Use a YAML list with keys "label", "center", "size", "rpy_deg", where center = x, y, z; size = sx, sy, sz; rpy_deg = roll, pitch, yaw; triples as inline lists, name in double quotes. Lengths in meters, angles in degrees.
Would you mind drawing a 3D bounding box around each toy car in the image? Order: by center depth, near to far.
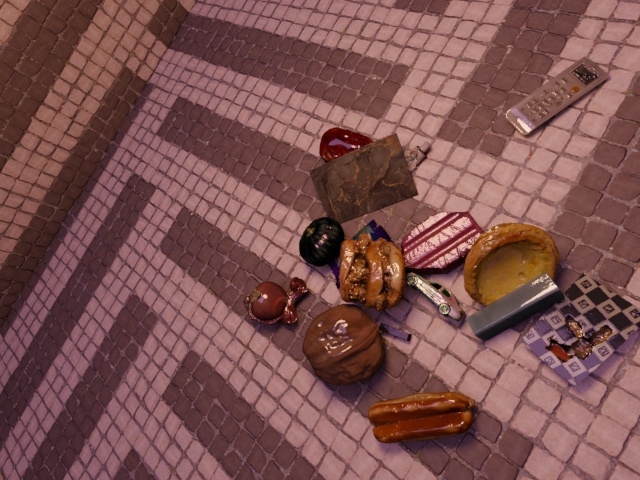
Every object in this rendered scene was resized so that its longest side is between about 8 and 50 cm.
- label: "toy car"
  center: [0.378, 0.175, 1.342]
  size: [0.076, 0.090, 0.224]
  rpy_deg: [-49, 63, 5]

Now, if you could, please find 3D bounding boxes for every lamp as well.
- label: "lamp"
  center: [-0.179, 0.227, 1.594]
  size: [0.223, 0.151, 0.214]
  rpy_deg: [18, 88, -13]

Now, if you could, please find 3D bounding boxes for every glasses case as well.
- label: "glasses case"
  center: [0.576, 0.210, 1.202]
  size: [0.266, 0.105, 0.056]
  rpy_deg: [-38, 22, 21]

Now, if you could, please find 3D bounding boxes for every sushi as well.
- label: "sushi"
  center: [0.742, 0.257, 1.160]
  size: [0.279, 0.043, 0.192]
  rpy_deg: [-47, 57, 1]

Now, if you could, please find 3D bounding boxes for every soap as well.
- label: "soap"
  center: [0.396, 0.018, 1.373]
  size: [0.289, 0.112, 0.182]
  rpy_deg: [-36, 61, 13]

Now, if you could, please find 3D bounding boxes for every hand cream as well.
- label: "hand cream"
  center: [0.311, -0.280, 1.549]
  size: [0.257, 0.050, 0.084]
  rpy_deg: [-42, 59, 17]

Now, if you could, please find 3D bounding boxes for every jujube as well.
- label: "jujube"
  center: [0.107, -0.363, 1.619]
  size: [0.230, 0.155, 0.155]
  rpy_deg: [20, 84, 26]

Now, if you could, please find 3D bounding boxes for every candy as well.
- label: "candy"
  center: [0.137, 0.050, 1.524]
  size: [0.275, 0.070, 0.145]
  rpy_deg: [-43, 53, 14]

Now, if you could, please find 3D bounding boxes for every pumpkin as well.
- label: "pumpkin"
  center: [0.000, 0.000, 1.543]
  size: [0.202, 0.140, 0.202]
  rpy_deg: [-39, 31, 29]

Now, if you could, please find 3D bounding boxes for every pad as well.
- label: "pad"
  center: [0.159, -0.224, 1.557]
  size: [0.368, 0.007, 0.247]
  rpy_deg: [-20, 98, 20]

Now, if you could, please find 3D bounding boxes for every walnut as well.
- label: "walnut"
  center: [0.079, 0.348, 1.365]
  size: [0.273, 0.227, 0.273]
  rpy_deg: [-8, 67, 20]

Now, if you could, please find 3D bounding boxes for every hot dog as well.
- label: "hot dog"
  center: [0.315, 0.542, 1.260]
  size: [0.338, 0.100, 0.135]
  rpy_deg: [-20, 75, 22]

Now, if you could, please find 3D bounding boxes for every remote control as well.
- label: "remote control"
  center: [0.786, -0.478, 1.369]
  size: [0.313, 0.055, 0.109]
  rpy_deg: [-35, 68, 8]

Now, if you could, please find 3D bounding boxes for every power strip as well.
- label: "power strip"
  center: [0.256, 0.313, 1.395]
  size: [0.111, 0.038, 0.029]
  rpy_deg: [16, 81, 29]

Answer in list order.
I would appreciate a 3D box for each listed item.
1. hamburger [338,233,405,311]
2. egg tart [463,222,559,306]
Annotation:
- label: "hamburger"
  center: [0.163, 0.121, 1.356]
  size: [0.212, 0.245, 0.260]
  rpy_deg: [2, 37, 0]
- label: "egg tart"
  center: [0.559, 0.071, 1.228]
  size: [0.294, 0.294, 0.123]
  rpy_deg: [-30, 21, 16]
